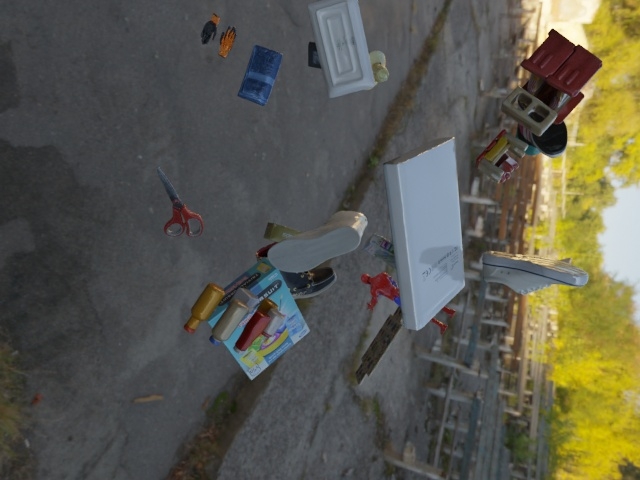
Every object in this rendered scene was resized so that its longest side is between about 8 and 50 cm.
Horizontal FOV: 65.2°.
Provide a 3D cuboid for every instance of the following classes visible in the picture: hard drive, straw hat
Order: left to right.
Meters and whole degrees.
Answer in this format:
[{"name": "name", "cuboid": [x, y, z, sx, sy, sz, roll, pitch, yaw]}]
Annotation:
[{"name": "hard drive", "cuboid": [0.026, -0.622, 1.702, 0.094, 0.135, 0.022, 93, 12, -60]}, {"name": "straw hat", "cuboid": [0.197, -0.565, 1.691, 0.145, 0.061, 0.144, -36, 145, -31]}, {"name": "hard drive", "cuboid": [0.230, -0.020, 1.063, 0.233, 0.047, 0.352, -30, 118, -43]}]

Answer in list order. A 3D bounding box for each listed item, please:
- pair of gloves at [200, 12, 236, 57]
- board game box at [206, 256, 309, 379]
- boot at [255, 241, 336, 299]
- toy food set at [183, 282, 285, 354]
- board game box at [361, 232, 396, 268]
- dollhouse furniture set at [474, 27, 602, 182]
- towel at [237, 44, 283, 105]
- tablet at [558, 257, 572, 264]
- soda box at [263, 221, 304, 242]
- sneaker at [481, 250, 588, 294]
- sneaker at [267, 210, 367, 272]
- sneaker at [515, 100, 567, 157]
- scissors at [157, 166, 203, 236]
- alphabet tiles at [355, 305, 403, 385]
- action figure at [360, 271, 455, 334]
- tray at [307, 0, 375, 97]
[{"name": "pair of gloves", "cuboid": [-0.236, -0.474, 1.158, 0.074, 0.083, 0.010, -56, 174, 23]}, {"name": "board game box", "cuboid": [-0.196, 0.252, 1.565, 0.254, 0.079, 0.335, -39, 136, -17]}, {"name": "boot", "cuboid": [-0.117, 0.132, 2.347, 0.138, 0.378, 0.283, -121, -162, -57]}, {"name": "toy food set", "cuboid": [-0.169, 0.172, 1.055, 0.104, 0.111, 0.232, -54, 153, 4]}, {"name": "board game box", "cuboid": [0.161, 0.028, 1.237, 0.026, 0.104, 0.154, -61, 179, -8]}, {"name": "dollhouse furniture set", "cuboid": [0.518, -0.319, 1.287, 0.374, 0.152, 0.201, -48, 163, 2]}, {"name": "towel", "cuboid": [-0.129, -0.355, 1.076, 0.029, 0.067, 0.119, -16, 126, -85]}, {"name": "tablet", "cuboid": [0.608, 0.071, 1.272, 0.006, 0.054, 0.083, 57, 41, -12]}, {"name": "soda box", "cuboid": [-0.097, -0.009, 1.704, 0.182, 0.061, 0.058, 17, 87, -26]}, {"name": "sneaker", "cuboid": [0.529, 0.090, 1.252, 0.094, 0.258, 0.091, -12, 107, -41]}, {"name": "sneaker", "cuboid": [0.000, 0.000, 1.462, 0.108, 0.293, 0.169, 68, 24, -15]}, {"name": "sneaker", "cuboid": [0.731, -0.339, 1.671, 0.178, 0.124, 0.295, 64, 18, -49]}, {"name": "scissors", "cuboid": [-0.368, -0.097, 1.326, 0.297, 0.109, 0.021, 106, -23, -53]}, {"name": "alphabet tiles", "cuboid": [0.238, 0.405, 1.965, 0.342, 0.011, 0.285, -57, 180, -1]}, {"name": "action figure", "cuboid": [0.238, 0.185, 1.457, 0.091, 0.281, 0.139, -52, 162, -26]}, {"name": "tray", "cuboid": [0.059, -0.563, 1.445, 0.030, 0.145, 0.270, -59, 136, -72]}]
